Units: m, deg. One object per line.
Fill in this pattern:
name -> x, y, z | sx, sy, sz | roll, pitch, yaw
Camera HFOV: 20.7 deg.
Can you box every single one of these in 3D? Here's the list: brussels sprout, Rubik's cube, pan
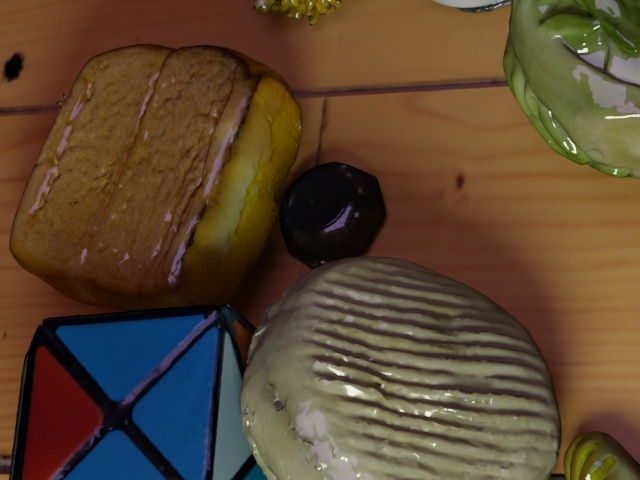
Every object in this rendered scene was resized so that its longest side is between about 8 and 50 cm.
brussels sprout -> 0.338, -0.224, 1.876 | 0.328, 0.247, 0.328 | -12, 59, 21
Rubik's cube -> -0.166, 0.227, 1.883 | 0.248, 0.250, 0.246 | -7, 64, 24
pan -> 0.015, -0.006, 2.027 | 0.128, 0.048, 0.202 | -24, 58, 15

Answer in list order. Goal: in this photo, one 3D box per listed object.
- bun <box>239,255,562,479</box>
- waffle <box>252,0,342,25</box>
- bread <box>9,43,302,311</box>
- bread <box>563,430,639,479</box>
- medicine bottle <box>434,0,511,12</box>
bun -> 0.081, 0.189, 1.796 | 0.326, 0.234, 0.362 | -15, 58, -18
waffle -> -0.008, -0.367, 2.199 | 0.197, 0.070, 0.193 | -24, 59, 9
bread -> -0.193, -0.067, 2.092 | 0.328, 0.148, 0.337 | 7, 70, 37
bread -> 0.300, 0.256, 1.756 | 0.083, 0.094, 0.157 | -40, 65, -2
medicine bottle -> 0.131, -0.442, 1.987 | 0.213, 0.379, 0.214 | -10, 62, 21
